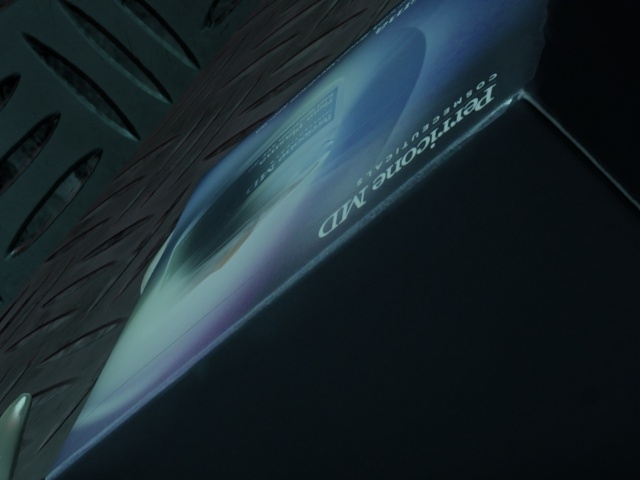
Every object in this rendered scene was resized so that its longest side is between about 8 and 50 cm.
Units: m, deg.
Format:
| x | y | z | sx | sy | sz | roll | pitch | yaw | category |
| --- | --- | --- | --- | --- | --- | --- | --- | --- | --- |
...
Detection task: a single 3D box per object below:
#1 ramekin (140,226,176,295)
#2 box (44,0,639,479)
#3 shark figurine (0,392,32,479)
| x | y | z | sx | sy | sz | roll | pitch | yaw | category |
| --- | --- | --- | --- | --- | --- | --- | --- | --- | --- |
| 0.000 | 0.000 | 1.217 | 0.273 | 0.127 | 0.273 | -43 | 14 | 13 | ramekin |
| 0.061 | 0.010 | 0.879 | 0.296 | 0.183 | 0.294 | -40 | 16 | 28 | box |
| -0.026 | 0.167 | 0.741 | 0.116 | 0.278 | 0.166 | 70 | -151 | -72 | shark figurine |
